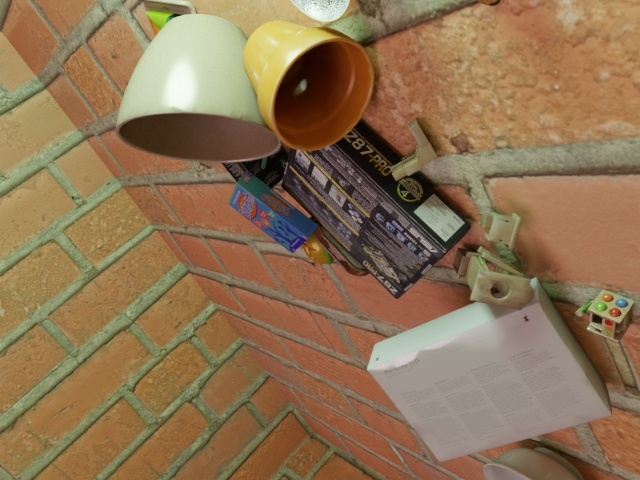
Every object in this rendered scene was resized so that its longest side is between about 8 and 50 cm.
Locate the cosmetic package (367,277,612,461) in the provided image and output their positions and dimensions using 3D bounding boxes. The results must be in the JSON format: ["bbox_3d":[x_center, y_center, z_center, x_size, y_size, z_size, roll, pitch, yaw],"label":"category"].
[{"bbox_3d":[0.329,0.274,1.144,0.377,0.097,0.284,-29,108,29],"label":"cosmetic package"}]

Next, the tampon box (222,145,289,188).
[{"bbox_3d":[-0.166,-0.206,1.425,0.161,0.120,0.101,53,155,-15],"label":"tampon box"}]

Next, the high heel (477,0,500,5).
[{"bbox_3d":[0.092,-0.352,0.676,0.261,0.186,0.093,49,157,-6],"label":"high heel"}]

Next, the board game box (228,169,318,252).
[{"bbox_3d":[-0.120,-0.065,1.387,0.210,0.047,0.160,38,159,-4],"label":"board game box"}]

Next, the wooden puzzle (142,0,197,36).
[{"bbox_3d":[-0.344,-0.477,1.394,0.221,0.044,0.238,26,149,39],"label":"wooden puzzle"}]

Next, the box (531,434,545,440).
[{"bbox_3d":[0.418,0.307,1.272,0.275,0.113,0.094,54,156,-12],"label":"box"}]

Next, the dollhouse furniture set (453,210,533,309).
[{"bbox_3d":[0.328,0.014,1.046,0.101,0.161,0.182,11,-163,-1],"label":"dollhouse furniture set"}]

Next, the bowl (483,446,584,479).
[{"bbox_3d":[0.588,0.639,1.481,0.298,0.134,0.298,37,154,22],"label":"bowl"}]

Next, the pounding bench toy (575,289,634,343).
[{"bbox_3d":[0.470,0.118,0.953,0.083,0.052,0.065,25,149,41],"label":"pounding bench toy"}]

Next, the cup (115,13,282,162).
[{"bbox_3d":[-0.242,-0.317,1.180,0.331,0.331,0.237,164,109,-64],"label":"cup"}]

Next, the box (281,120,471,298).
[{"bbox_3d":[0.094,-0.078,1.216,0.395,0.097,0.318,44,155,10],"label":"box"}]

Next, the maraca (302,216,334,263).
[{"bbox_3d":[0.000,0.000,1.478,0.127,0.099,0.185,61,177,11],"label":"maraca"}]

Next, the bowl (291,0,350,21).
[{"bbox_3d":[0.007,-0.422,0.841,0.170,0.080,0.170,37,155,20],"label":"bowl"}]

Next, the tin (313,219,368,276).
[{"bbox_3d":[0.066,0.002,1.388,0.189,0.106,0.040,46,144,-1],"label":"tin"}]

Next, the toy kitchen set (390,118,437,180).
[{"bbox_3d":[0.154,-0.166,1.025,0.075,0.083,0.068,55,-163,-19],"label":"toy kitchen set"}]

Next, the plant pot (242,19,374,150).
[{"bbox_3d":[-0.041,-0.294,1.009,0.188,0.205,0.205,48,162,37],"label":"plant pot"}]
